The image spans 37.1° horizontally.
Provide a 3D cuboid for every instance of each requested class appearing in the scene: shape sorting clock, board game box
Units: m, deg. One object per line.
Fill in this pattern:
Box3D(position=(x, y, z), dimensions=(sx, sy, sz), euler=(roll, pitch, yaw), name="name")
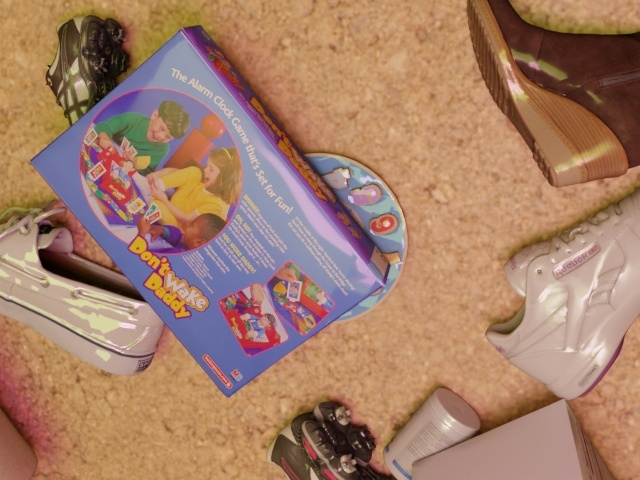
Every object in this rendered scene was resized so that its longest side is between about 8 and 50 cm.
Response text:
Box3D(position=(0.000, 0.000, 1.121), dimensions=(0.206, 0.040, 0.206), euler=(3, 104, 14), name="shape sorting clock")
Box3D(position=(-0.119, -0.029, 1.068), dimensions=(0.233, 0.078, 0.347), euler=(-36, 97, 16), name="board game box")

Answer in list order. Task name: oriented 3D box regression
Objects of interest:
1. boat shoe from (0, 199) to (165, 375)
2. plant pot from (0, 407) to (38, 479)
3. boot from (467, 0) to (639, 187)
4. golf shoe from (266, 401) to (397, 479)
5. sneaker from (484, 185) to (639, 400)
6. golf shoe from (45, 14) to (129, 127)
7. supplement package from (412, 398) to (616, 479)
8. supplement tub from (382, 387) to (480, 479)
Box3D(position=(-0.348, 0.017, 1.167), dimensions=(0.367, 0.136, 0.157), euler=(28, 108, 4), name="boat shoe")
Box3D(position=(-0.537, 0.247, 1.191), dimensions=(0.333, 0.334, 0.305), euler=(-34, 106, 19), name="plant pot")
Box3D(position=(0.285, -0.187, 0.990), dimensions=(0.206, 0.090, 0.249), euler=(-24, 73, -2), name="boot")
Box3D(position=(0.045, 0.329, 1.166), dimensions=(0.120, 0.105, 0.273), euler=(-36, 86, 35), name="golf shoe")
Box3D(position=(0.288, 0.024, 1.010), dimensions=(0.152, 0.114, 0.305), euler=(30, 108, 5), name="sneaker")
Box3D(position=(-0.284, -0.171, 1.149), dimensions=(0.093, 0.077, 0.198), euler=(15, 105, 29), name="golf shoe")
Box3D(position=(0.245, 0.356, 1.021), dimensions=(0.199, 0.198, 0.263), euler=(-28, 111, 18), name="supplement package")
Box3D(position=(0.130, 0.235, 1.124), dimensions=(0.071, 0.071, 0.107), euler=(39, 109, 3), name="supplement tub")
